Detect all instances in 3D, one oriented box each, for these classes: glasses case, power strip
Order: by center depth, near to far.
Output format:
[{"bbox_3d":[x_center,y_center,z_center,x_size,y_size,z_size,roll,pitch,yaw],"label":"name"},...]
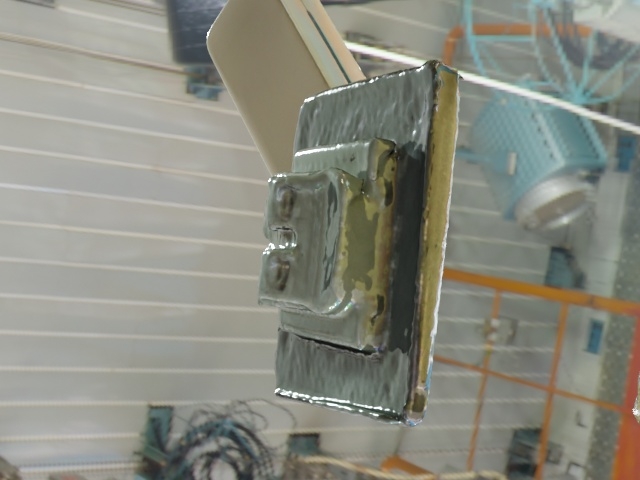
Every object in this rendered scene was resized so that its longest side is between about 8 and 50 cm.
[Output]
[{"bbox_3d":[0.000,0.000,0.691,0.064,0.213,0.198,6,-95,-23],"label":"power strip"},{"bbox_3d":[-0.018,-0.150,1.280,0.070,0.313,0.131,2,-41,-42],"label":"glasses case"}]

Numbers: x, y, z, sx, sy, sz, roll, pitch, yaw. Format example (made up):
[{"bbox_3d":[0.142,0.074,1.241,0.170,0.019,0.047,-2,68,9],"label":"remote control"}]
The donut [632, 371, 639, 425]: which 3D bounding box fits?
[{"bbox_3d":[0.390,0.153,1.212,0.140,0.140,0.059,-24,-63,-31],"label":"donut"}]
